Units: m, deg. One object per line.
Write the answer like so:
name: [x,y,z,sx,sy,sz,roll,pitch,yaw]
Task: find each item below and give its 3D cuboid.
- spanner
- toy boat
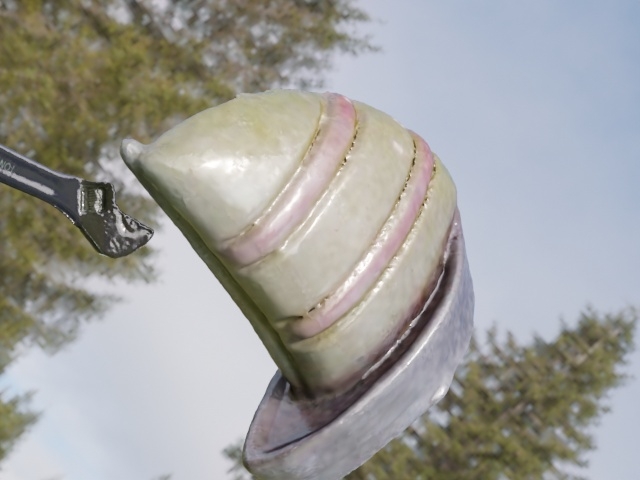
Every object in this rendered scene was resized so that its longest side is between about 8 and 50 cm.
spanner: [-0.206,-0.045,0.822,0.208,0.046,0.012,26,-7,-12]
toy boat: [0.020,0.014,0.923,0.111,0.276,0.293,11,-56,45]
